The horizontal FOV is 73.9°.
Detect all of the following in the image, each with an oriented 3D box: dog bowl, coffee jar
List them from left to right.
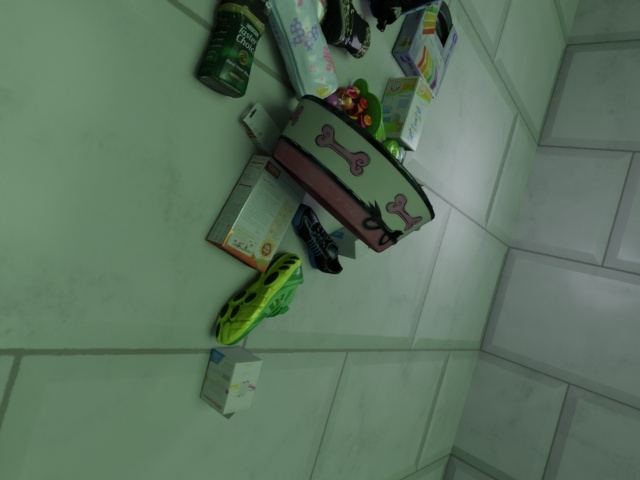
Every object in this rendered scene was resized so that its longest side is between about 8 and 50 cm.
[{"bbox_3d":[-0.173,-0.390,0.850,0.096,0.079,0.185,18,87,-51],"label":"coffee jar"},{"bbox_3d":[0.060,-0.134,0.985,0.150,0.408,0.408,-47,138,1],"label":"dog bowl"}]

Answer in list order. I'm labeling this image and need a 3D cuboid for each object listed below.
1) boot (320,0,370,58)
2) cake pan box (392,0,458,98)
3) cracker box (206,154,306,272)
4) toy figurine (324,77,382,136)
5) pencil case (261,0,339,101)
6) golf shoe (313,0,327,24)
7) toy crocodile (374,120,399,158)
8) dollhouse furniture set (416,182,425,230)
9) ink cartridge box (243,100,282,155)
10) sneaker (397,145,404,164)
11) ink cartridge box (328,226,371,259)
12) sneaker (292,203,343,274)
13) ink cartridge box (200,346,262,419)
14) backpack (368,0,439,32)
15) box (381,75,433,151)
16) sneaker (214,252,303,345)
[{"bbox_3d":[0.059,-0.590,1.067,0.178,0.085,0.237,-9,98,-60],"label":"boot"},{"bbox_3d":[0.355,-0.650,1.405,0.245,0.070,0.267,35,75,-51],"label":"cake pan box"},{"bbox_3d":[-0.144,-0.062,1.001,0.155,0.067,0.232,42,71,-49],"label":"cracker box"},{"bbox_3d":[0.061,-0.355,1.132,0.159,0.130,0.173,-8,87,-39],"label":"toy figurine"},{"bbox_3d":[-0.047,-0.449,0.951,0.124,0.113,0.273,-72,149,-41],"label":"pencil case"},{"bbox_3d":[-0.037,-0.582,0.964,0.085,0.067,0.186,-20,108,-41],"label":"golf shoe"},{"bbox_3d":[0.169,-0.203,1.289,0.105,0.115,0.341,-35,127,-37],"label":"toy crocodile"},{"bbox_3d":[0.268,-0.124,1.434,0.123,0.144,0.151,-11,125,-43],"label":"dollhouse furniture set"},{"bbox_3d":[-0.136,-0.256,0.978,0.063,0.029,0.115,-59,137,-18],"label":"ink cartridge box"},{"bbox_3d":[0.237,-0.251,1.360,0.059,0.053,0.144,-37,167,-7],"label":"sneaker"},{"bbox_3d":[0.120,-0.011,1.304,0.180,0.104,0.060,-28,121,-43],"label":"ink cartridge box"},{"bbox_3d":[0.000,0.000,1.174,0.081,0.090,0.232,-48,134,-29],"label":"sneaker"},{"bbox_3d":[-0.217,0.343,1.027,0.089,0.092,0.143,13,94,-52],"label":"ink cartridge box"},{"bbox_3d":[0.249,-0.729,1.098,0.213,0.263,0.277,-62,142,-40],"label":"backpack"},{"bbox_3d":[0.257,-0.395,1.331,0.103,0.114,0.203,23,85,-49],"label":"box"},{"bbox_3d":[-0.132,0.157,1.054,0.295,0.109,0.124,-45,129,-32],"label":"sneaker"}]
